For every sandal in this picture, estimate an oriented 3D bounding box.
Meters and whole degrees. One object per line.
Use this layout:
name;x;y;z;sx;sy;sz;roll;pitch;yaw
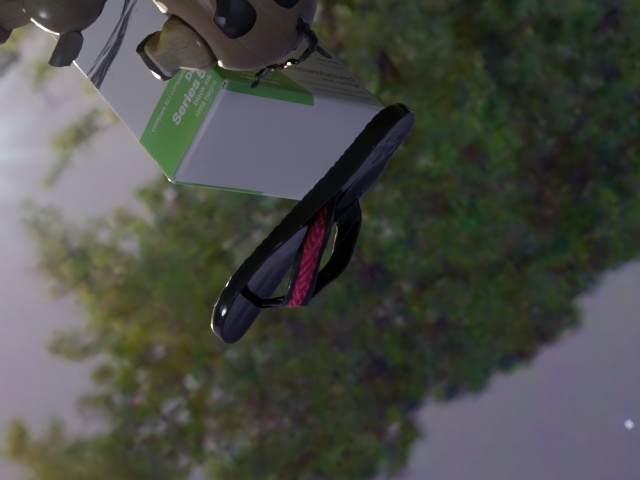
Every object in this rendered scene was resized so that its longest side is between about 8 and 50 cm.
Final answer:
sandal;0.000;0.000;0.942;0.179;0.040;0.067;-49;170;20

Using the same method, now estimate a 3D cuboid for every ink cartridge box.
ink cartridge box;-0.104;-0.165;1.544;0.273;0.198;0.115;49;-60;37

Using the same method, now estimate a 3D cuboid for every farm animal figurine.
farm animal figurine;-0.127;-0.201;0.998;0.172;0.326;0.330;-2;-120;60
